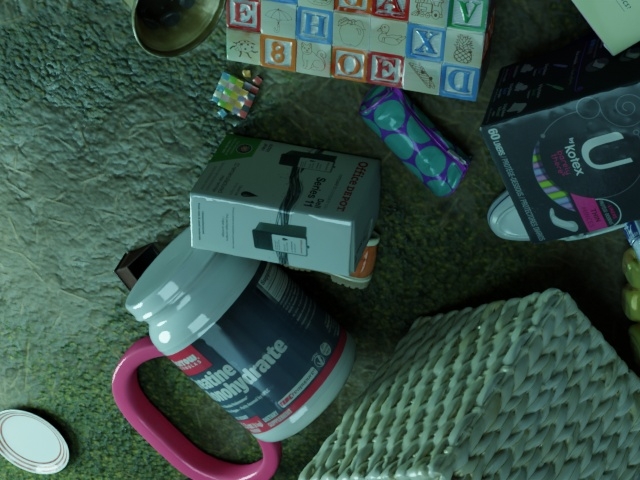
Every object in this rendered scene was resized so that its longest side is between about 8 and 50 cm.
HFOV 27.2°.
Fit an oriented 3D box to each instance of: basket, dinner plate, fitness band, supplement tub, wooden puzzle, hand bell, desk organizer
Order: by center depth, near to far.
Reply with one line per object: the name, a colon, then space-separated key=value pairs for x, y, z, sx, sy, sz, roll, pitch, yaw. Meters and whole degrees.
hand bell: x=-0.228 y=-0.317 z=1.505 sx=0.242 sy=0.126 sz=0.126 roll=39 pitch=138 yaw=34
basket: x=0.202 y=0.274 z=1.625 sx=0.266 sy=0.331 sz=0.328 roll=49 pitch=148 yaw=-15
wooden puzzle: x=-0.107 y=-0.183 z=1.654 sx=0.049 sy=0.006 sz=0.083 roll=27 pitch=129 yaw=-1
supplement tub: x=-0.104 y=0.117 z=1.754 sx=0.272 sy=0.191 sz=0.191 roll=44 pitch=127 yaw=-15
desk organizer: x=-0.227 y=0.071 z=1.857 sx=0.050 sy=0.047 sz=0.130 roll=-22 pitch=115 yaw=29
fitness band: x=-0.181 y=0.259 z=1.979 sx=0.209 sy=0.054 sz=0.291 roll=-29 pitch=111 yaw=36
dinner plate: x=-0.471 y=0.324 z=2.146 sx=0.141 sy=0.017 sz=0.141 roll=9 pitch=126 yaw=13

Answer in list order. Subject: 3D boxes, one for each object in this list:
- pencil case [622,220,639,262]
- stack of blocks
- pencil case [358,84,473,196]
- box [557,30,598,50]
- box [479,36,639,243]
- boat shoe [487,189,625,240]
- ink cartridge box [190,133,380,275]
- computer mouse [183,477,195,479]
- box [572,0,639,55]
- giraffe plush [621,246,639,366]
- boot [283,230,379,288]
pencil case: x=0.469 y=-0.035 z=1.446 sx=0.273 sy=0.124 sz=0.113 roll=-21 pitch=142 yaw=10
stack of blocks: x=0.046 y=-0.273 z=1.482 sx=0.297 sy=0.087 sz=0.171 roll=11 pitch=127 yaw=11
pencil case: x=0.114 y=-0.125 z=1.582 sx=0.151 sy=0.064 sz=0.070 roll=44 pitch=143 yaw=-15
box: x=0.363 y=-0.189 z=1.468 sx=0.225 sy=0.036 sz=0.136 roll=-28 pitch=112 yaw=32
box: x=0.331 y=-0.124 z=1.410 sx=0.270 sy=0.143 sz=0.165 roll=-16 pitch=119 yaw=28
boat shoe: x=0.298 y=-0.040 z=1.573 sx=0.226 sy=0.076 sz=0.083 roll=-19 pitch=117 yaw=30
ink cartridge box: x=-0.040 y=-0.046 z=1.638 sx=0.208 sy=0.153 sz=0.087 roll=10 pitch=126 yaw=11
computer mouse: x=-0.116 y=0.440 z=2.075 sx=0.242 sy=0.041 sz=0.071 roll=27 pitch=166 yaw=-5
box: x=0.336 y=-0.346 z=1.310 sx=0.243 sy=0.117 sz=0.213 roll=-30 pitch=111 yaw=35
giraffe plush: x=0.472 y=0.090 z=1.566 sx=0.170 sy=0.210 sz=0.181 roll=-14 pitch=126 yaw=-6
boot: x=0.000 y=0.000 z=1.723 sx=0.158 sy=0.059 sz=0.085 roll=16 pitch=126 yaw=-3
